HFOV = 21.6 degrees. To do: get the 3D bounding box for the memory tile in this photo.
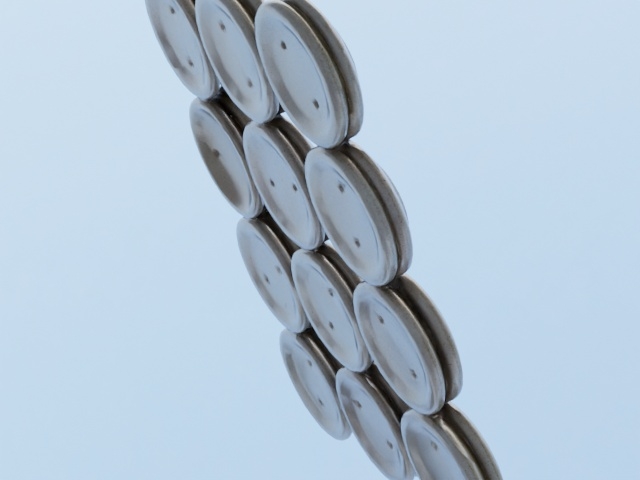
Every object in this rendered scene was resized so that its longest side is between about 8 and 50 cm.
[{"bbox_3d":[0.000,0.000,0.433,0.012,0.148,0.113,-28,-157,-18],"label":"memory tile"}]
